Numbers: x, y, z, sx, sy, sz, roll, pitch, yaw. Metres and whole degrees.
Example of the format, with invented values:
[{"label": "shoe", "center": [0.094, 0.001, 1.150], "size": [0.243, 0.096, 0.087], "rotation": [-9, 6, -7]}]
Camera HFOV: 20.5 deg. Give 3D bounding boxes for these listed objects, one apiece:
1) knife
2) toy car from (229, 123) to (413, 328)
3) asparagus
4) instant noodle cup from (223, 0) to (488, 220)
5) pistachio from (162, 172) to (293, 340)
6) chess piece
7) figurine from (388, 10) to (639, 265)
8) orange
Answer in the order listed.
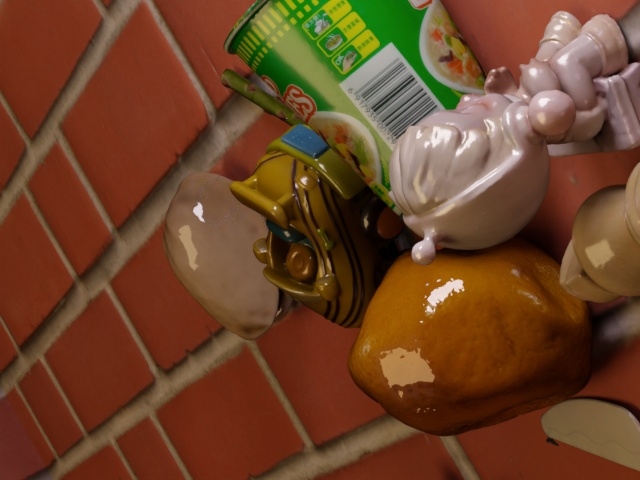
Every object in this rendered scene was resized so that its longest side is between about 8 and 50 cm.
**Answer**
[{"label": "knife", "center": [0.301, 0.201, 1.711], "size": [0.336, 0.043, 0.081], "rotation": [17, 125, 60]}, {"label": "toy car", "center": [0.000, 0.000, 1.928], "size": [0.200, 0.142, 0.248], "rotation": [29, 152, 50]}, {"label": "asparagus", "center": [-0.038, -0.141, 2.023], "size": [0.248, 0.024, 0.025], "rotation": [37, 180, 41]}, {"label": "instant noodle cup", "center": [0.061, -0.154, 1.643], "size": [0.232, 0.207, 0.207], "rotation": [52, 155, 5]}, {"label": "pistachio", "center": [-0.120, 0.019, 2.230], "size": [0.152, 0.126, 0.223], "rotation": [-16, 104, 29]}, {"label": "chess piece", "center": [0.289, -0.027, 1.408], "size": [0.117, 0.117, 0.397], "rotation": [60, 157, 4]}, {"label": "figurine", "center": [0.150, -0.072, 1.456], "size": [0.182, 0.257, 0.144], "rotation": [24, 139, 50]}, {"label": "orange", "center": [0.134, 0.088, 1.704], "size": [0.249, 0.249, 0.183], "rotation": [137, 119, -65]}]
